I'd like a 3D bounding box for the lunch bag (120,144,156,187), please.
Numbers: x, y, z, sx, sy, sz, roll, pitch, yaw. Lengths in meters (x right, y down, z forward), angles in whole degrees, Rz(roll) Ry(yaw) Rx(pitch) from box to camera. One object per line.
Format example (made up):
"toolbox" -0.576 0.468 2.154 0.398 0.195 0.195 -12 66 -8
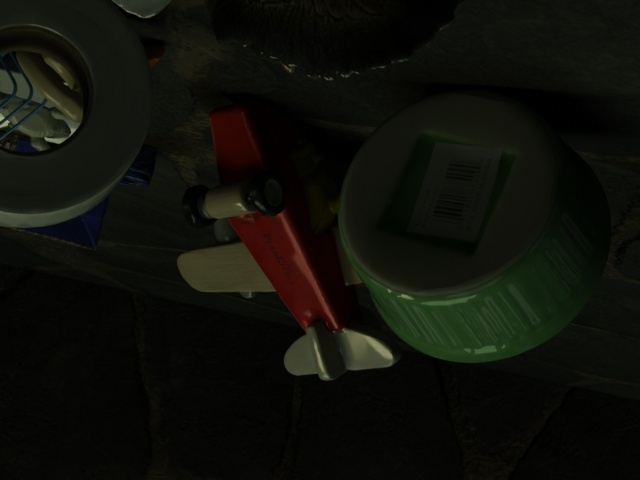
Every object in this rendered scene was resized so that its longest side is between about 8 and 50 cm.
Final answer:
"lunch bag" -0.311 -0.120 2.391 0.098 0.065 0.067 14 168 -1

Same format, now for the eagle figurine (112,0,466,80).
"eagle figurine" -0.027 -0.253 1.188 0.226 0.225 0.298 30 174 -20

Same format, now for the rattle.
"rattle" -0.315 -0.251 1.844 0.143 0.130 0.200 -37 94 32

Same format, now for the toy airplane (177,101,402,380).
"toy airplane" 0.000 0.000 2.101 0.386 0.272 0.384 26 137 7

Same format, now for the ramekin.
"ramekin" 0.167 -0.026 1.742 0.303 0.303 0.148 8 159 28

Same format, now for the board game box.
"board game box" -0.521 -0.094 2.447 0.291 0.141 0.232 12 176 35

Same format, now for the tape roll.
"tape roll" -0.334 -0.158 1.713 0.286 0.286 0.100 16 169 -11

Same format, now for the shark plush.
"shark plush" -0.413 -0.171 2.075 0.161 0.073 0.067 15 -161 -27

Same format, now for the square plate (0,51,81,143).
"square plate" -0.477 -0.223 2.151 0.344 0.049 0.347 15 168 -1

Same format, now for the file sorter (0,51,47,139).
"file sorter" -0.436 -0.194 1.887 0.118 0.104 0.170 -35 169 16
